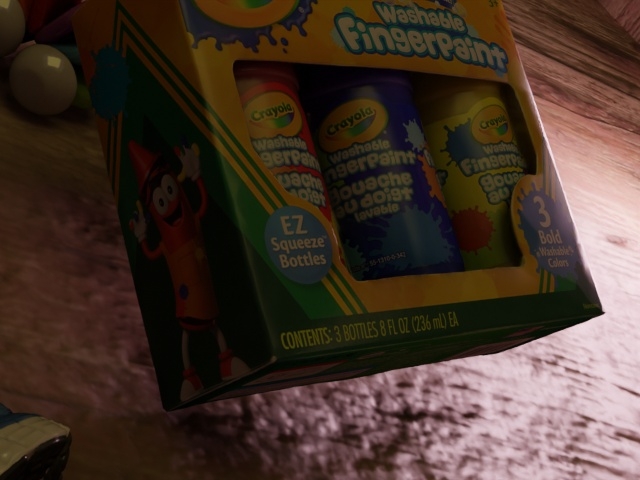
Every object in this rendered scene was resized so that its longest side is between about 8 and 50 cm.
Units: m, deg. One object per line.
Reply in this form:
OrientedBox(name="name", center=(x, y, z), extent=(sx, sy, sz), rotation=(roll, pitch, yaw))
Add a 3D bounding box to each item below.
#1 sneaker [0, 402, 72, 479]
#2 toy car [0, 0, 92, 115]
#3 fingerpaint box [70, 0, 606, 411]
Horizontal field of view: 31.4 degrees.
OrientedBox(name="sneaker", center=(-0.283, 0.165, 0.610), extent=(0.147, 0.129, 0.330), rotation=(24, 20, 15))
OrientedBox(name="toy car", center=(-0.280, -0.231, 1.222), extent=(0.182, 0.136, 0.159), rotation=(50, 25, -4))
OrientedBox(name="fingerpaint box", center=(0.033, -0.066, 1.066), extent=(0.445, 0.163, 0.371), rotation=(-2, 71, -43))
